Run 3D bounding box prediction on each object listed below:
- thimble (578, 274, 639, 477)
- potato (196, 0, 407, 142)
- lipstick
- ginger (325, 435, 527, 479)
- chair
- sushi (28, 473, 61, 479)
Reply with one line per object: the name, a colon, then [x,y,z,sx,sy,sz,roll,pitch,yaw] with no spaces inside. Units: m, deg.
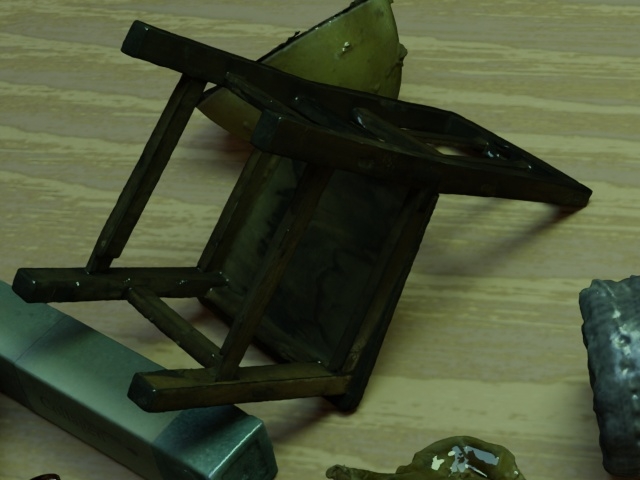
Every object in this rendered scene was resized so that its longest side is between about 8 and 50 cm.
thimble: [0.243,0.097,1.158,0.097,0.150,0.150,-8,44,7]
potato: [-0.001,-0.135,1.480,0.202,0.117,0.182,-32,6,-17]
lipstick: [-0.177,0.123,1.294,0.317,0.066,0.068,24,56,33]
ginger: [0.109,0.215,1.139,0.133,0.059,0.214,-24,46,-21]
chair: [0.000,0.000,1.310,0.203,0.416,0.241,34,105,38]
sushi: [-0.234,0.210,1.234,0.083,0.046,0.044,-39,49,-23]
